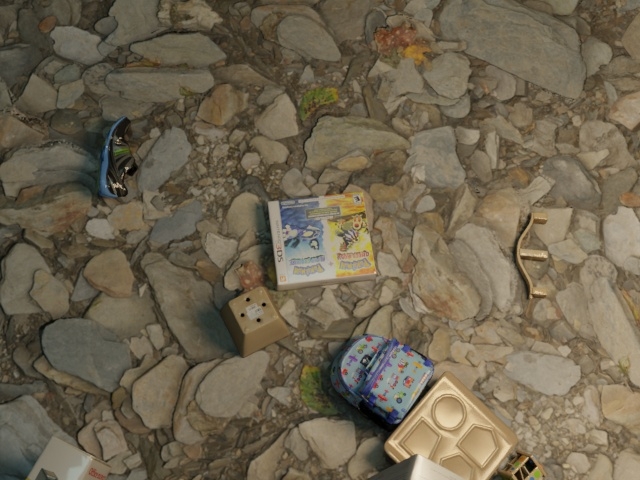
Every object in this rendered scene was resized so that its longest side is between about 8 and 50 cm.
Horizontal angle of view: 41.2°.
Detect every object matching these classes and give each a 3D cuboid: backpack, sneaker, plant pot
[{"bbox_3d":[0.111,0.252,1.619,0.173,0.117,0.158,36,72,12],"label":"backpack"},{"bbox_3d":[-0.423,-0.173,1.796,0.078,0.067,0.188,11,65,-21],"label":"sneaker"},{"bbox_3d":[-0.130,0.148,1.659,0.109,0.096,0.109,-25,71,-12],"label":"plant pot"}]

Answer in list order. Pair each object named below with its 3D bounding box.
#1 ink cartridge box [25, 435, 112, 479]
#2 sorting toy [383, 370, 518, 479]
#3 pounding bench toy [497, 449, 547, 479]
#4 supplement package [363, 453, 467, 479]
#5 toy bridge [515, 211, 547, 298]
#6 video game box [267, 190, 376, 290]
[{"bbox_3d":[-0.468,0.465,1.490,0.093,0.154,0.212,26,71,9],"label":"ink cartridge box"},{"bbox_3d":[0.245,0.382,1.606,0.193,0.038,0.208,44,68,2],"label":"sorting toy"},{"bbox_3d":[0.387,0.443,1.588,0.065,0.052,0.083,-40,101,-17],"label":"pounding bench toy"},{"bbox_3d":[0.159,0.535,1.410,0.198,0.199,0.263,30,53,-10],"label":"supplement package"},{"bbox_3d":[0.438,0.031,1.766,0.063,0.026,0.188,6,69,3],"label":"toy bridge"},{"bbox_3d":[0.000,0.000,1.749,0.205,0.048,0.187,-7,72,-5],"label":"video game box"}]
